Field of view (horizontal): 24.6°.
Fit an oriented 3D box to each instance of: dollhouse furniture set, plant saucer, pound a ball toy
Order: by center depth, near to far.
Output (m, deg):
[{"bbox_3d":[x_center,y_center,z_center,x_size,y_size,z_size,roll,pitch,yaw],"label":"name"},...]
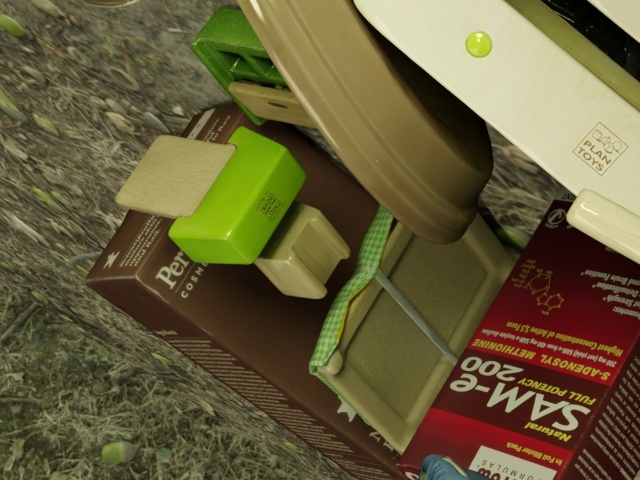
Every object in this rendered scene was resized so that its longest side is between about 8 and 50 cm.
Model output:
[{"bbox_3d":[0.173,-0.060,0.650,0.319,0.135,0.208,39,-163,2],"label":"pound a ball toy"},{"bbox_3d":[0.015,-0.127,0.765,0.278,0.041,0.278,52,-162,-25],"label":"plant saucer"},{"bbox_3d":[0.000,0.000,1.117,0.151,0.197,0.301,14,154,42],"label":"dollhouse furniture set"}]

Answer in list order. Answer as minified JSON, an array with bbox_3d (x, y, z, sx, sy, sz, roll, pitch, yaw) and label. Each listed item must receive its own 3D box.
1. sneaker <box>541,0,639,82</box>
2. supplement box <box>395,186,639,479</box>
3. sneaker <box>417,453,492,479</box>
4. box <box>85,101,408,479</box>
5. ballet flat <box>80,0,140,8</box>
[{"bbox_3d":[0.206,-0.050,0.831,0.286,0.109,0.130,38,172,4],"label":"sneaker"},{"bbox_3d":[0.169,0.083,0.985,0.130,0.239,0.073,11,152,48],"label":"supplement box"},{"bbox_3d":[0.111,0.213,0.906,0.131,0.111,0.296,13,159,7],"label":"sneaker"},{"bbox_3d":[0.008,0.066,1.301,0.381,0.191,0.143,37,162,-19],"label":"box"},{"bbox_3d":[-0.190,-0.221,1.092,0.213,0.072,0.068,23,-172,28],"label":"ballet flat"}]
